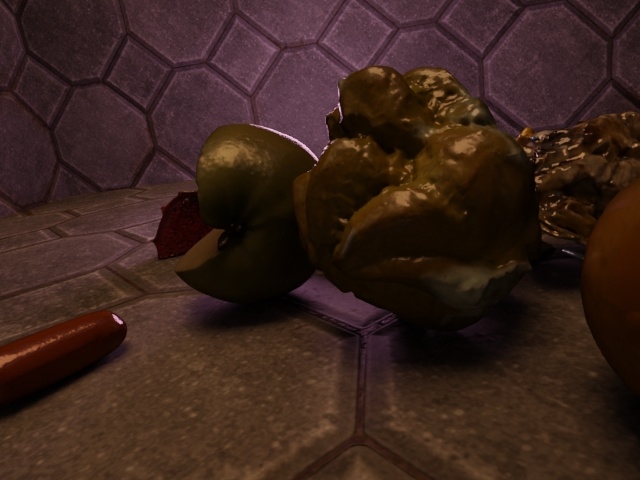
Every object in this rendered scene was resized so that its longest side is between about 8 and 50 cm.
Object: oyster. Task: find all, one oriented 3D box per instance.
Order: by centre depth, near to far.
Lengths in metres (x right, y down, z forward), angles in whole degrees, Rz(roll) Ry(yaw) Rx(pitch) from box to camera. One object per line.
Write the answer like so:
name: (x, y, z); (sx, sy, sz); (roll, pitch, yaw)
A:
oyster: (0.435, -0.112, 0.717); (0.351, 0.114, 0.237); (-24, 55, -3)

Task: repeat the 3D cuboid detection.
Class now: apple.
apple: (-0.096, -0.029, 0.760); (0.234, 0.295, 0.258); (20, 15, -6)

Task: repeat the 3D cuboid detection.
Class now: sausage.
sausage: (-0.357, 0.152, 0.619); (0.076, 0.076, 0.198); (3, 18, 36)

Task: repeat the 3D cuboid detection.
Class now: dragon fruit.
dragon fruit: (-0.309, -0.066, 1.200); (0.274, 0.161, 0.126); (-15, 19, -14)

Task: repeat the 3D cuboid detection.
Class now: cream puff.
cream puff: (0.108, -0.046, 0.618); (0.276, 0.378, 0.378); (-30, 13, 10)

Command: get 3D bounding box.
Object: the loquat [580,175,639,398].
loquat: (0.342, 0.038, 0.337); (0.263, 0.263, 0.263); (-8, 16, 2)

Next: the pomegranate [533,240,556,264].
pomegranate: (0.322, -0.015, 0.782); (0.130, 0.130, 0.130); (-8, 16, 2)

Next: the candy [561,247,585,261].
candy: (0.403, 0.042, 0.620); (0.093, 0.092, 0.335); (-12, 7, 6)

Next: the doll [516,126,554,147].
doll: (0.529, -0.126, 0.875); (0.314, 0.141, 0.177); (36, 0, 30)
